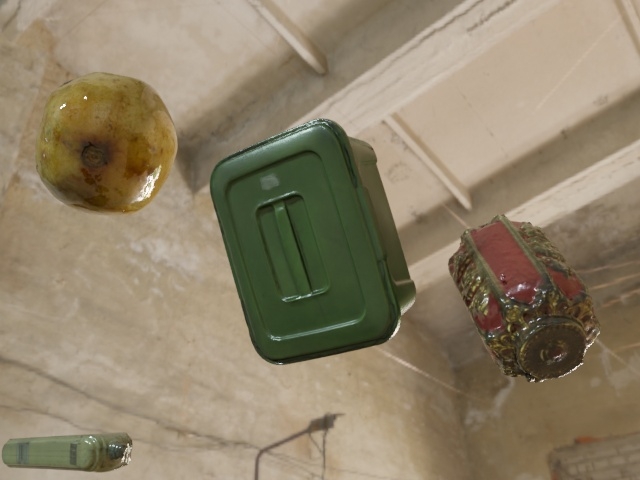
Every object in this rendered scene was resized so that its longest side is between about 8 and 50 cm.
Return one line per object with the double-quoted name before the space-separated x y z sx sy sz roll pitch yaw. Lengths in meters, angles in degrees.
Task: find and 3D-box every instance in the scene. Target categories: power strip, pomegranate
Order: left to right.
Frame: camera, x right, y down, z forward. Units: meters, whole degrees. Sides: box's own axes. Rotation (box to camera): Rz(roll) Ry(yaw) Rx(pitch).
"power strip" -0.457 0.385 1.164 0.387 0.066 0.092 -18 -18 40
"pomegranate" -0.373 -0.167 1.134 0.260 0.260 0.260 -1 -35 -1

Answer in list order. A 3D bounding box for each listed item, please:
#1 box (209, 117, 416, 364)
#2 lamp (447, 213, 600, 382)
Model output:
"box" 0.000 0.000 0.984 0.253 0.328 0.178 -17 -1 31
"lamp" 0.291 0.077 0.942 0.177 0.274 0.177 -2 -59 -3
